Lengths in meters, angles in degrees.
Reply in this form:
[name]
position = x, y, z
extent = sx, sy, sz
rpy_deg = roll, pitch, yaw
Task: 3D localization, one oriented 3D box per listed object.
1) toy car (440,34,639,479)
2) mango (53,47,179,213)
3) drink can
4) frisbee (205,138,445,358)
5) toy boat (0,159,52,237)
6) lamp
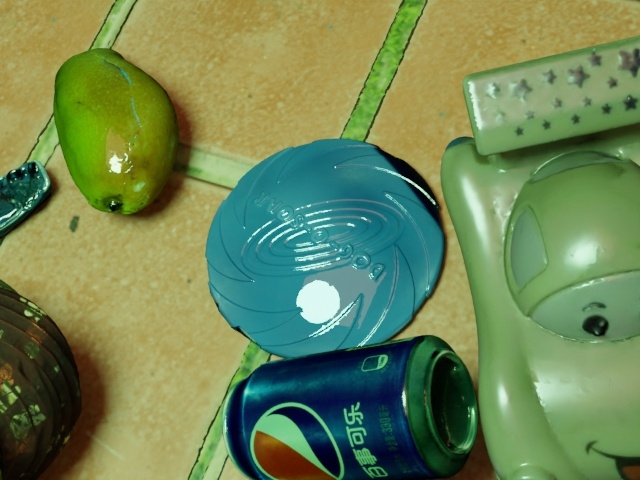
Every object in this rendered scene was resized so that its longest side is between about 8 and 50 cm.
[toy car]
position = 0.233, 0.033, 0.860
extent = 0.242, 0.226, 0.336
rpy_deg = -11, 63, 8
[mango]
position = -0.215, -0.128, 1.108
extent = 0.125, 0.111, 0.233
rpy_deg = -11, 50, -8
[drink can]
position = 0.023, 0.148, 0.889
extent = 0.205, 0.118, 0.118
rpy_deg = -14, 60, 33
[frisbee]
position = 0.000, 0.000, 1.033
extent = 0.242, 0.045, 0.242
rpy_deg = -4, 65, 10
[toy boat]
position = -0.349, -0.037, 1.120
extent = 0.137, 0.061, 0.060
rpy_deg = -33, 63, -3
[lamp]
position = -0.334, 0.142, 0.939
extent = 0.247, 0.247, 0.247
rpy_deg = -5, 64, 11
